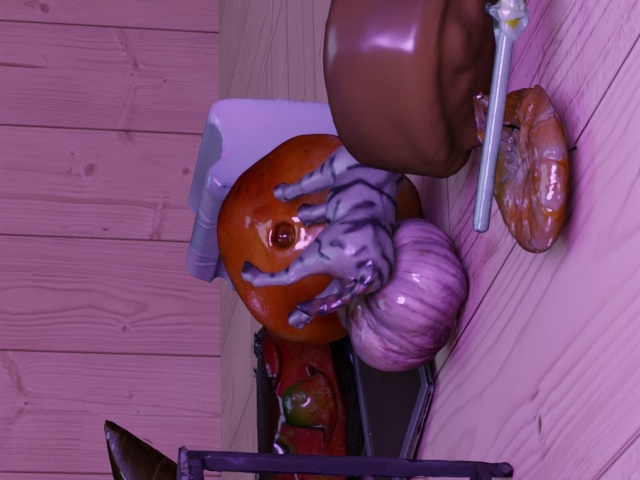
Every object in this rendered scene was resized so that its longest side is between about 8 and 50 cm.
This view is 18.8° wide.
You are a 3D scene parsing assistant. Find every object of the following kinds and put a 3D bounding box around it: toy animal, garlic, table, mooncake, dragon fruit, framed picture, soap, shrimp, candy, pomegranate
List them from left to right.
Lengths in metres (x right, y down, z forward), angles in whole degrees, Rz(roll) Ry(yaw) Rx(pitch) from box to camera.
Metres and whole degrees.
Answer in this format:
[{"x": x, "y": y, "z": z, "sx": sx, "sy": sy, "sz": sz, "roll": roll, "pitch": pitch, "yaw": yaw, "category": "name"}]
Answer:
[{"x": -0.043, "y": -0.040, "z": 2.227, "sx": 0.347, "sy": 0.208, "sz": 0.115, "roll": 112, "pitch": 160, "yaw": -68, "category": "soap"}, {"x": -0.017, "y": 0.202, "z": 2.243, "sx": 0.268, "sy": 0.130, "sz": 0.295, "roll": 104, "pitch": 165, "yaw": -54, "category": "dragon fruit"}, {"x": -0.003, "y": -0.001, "z": 1.915, "sx": 0.209, "sy": 0.209, "sz": 0.209, "roll": -178, "pitch": 90, "yaw": -81, "category": "pomegranate"}, {"x": 0.019, "y": 0.360, "z": 1.494, "sx": 0.222, "sy": 0.272, "sz": 0.335, "roll": -108, "pitch": 21, "yaw": -70, "category": "table"}, {"x": 0.024, "y": -0.038, "z": 1.734, "sx": 0.170, "sy": 0.090, "sz": 0.255, "roll": -5, "pitch": 57, "yaw": 52, "category": "toy animal"}, {"x": 0.075, "y": 0.126, "z": 2.018, "sx": 0.296, "sy": 0.019, "sz": 0.232, "roll": -98, "pitch": 16, "yaw": -47, "category": "framed picture"}, {"x": 0.079, "y": 0.051, "z": 1.765, "sx": 0.159, "sy": 0.102, "sz": 0.147, "roll": 152, "pitch": 135, "yaw": -67, "category": "garlic"}, {"x": 0.084, "y": -0.166, "z": 1.576, "sx": 0.235, "sy": 0.117, "sz": 0.235, "roll": 10, "pitch": -90, "yaw": -74, "category": "mooncake"}, {"x": 0.141, "y": -0.156, "z": 1.401, "sx": 0.091, "sy": 0.083, "sz": 0.306, "roll": 0, "pitch": -81, "yaw": -59, "category": "candy"}, {"x": 0.156, "y": -0.071, "z": 1.454, "sx": 0.217, "sy": 0.051, "sz": 0.115, "roll": -103, "pitch": 24, "yaw": -62, "category": "shrimp"}]

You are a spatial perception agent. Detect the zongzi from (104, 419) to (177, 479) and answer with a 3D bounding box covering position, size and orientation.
[{"x": -0.109, "y": 0.364, "z": 2.162, "sx": 0.432, "sy": 0.207, "sz": 0.403, "roll": 59, "pitch": 162, "yaw": 4, "category": "zongzi"}]
